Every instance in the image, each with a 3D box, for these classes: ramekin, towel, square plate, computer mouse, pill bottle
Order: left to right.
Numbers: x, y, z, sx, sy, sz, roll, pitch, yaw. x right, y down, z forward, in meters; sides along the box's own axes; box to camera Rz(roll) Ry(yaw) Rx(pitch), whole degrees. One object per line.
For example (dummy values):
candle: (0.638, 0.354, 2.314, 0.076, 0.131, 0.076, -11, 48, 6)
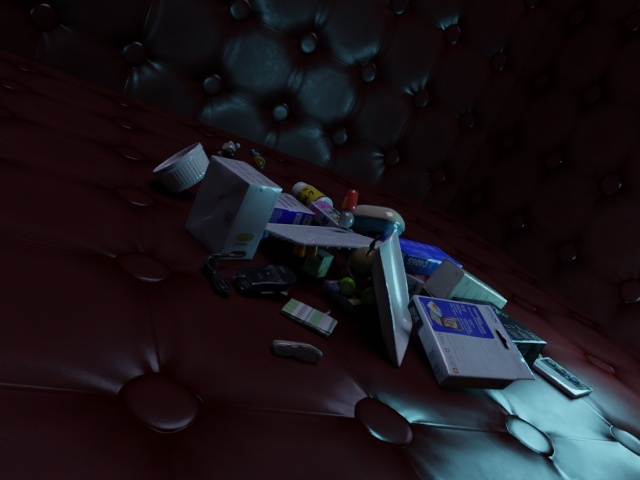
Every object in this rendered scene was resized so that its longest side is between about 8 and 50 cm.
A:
ramekin: (-0.508, -0.265, 1.921, 0.109, 0.207, 0.207, 59, 5, -21)
computer mouse: (-0.211, 0.099, 1.482, 0.262, 0.060, 0.184, -5, 36, -38)
towel: (-0.032, 0.217, 1.444, 0.152, 0.023, 0.113, 25, 14, 8)
pill bottle: (-0.048, -0.197, 2.502, 0.119, 0.119, 0.208, 8, 23, -45)
square plate: (0.216, 0.154, 1.550, 0.049, 0.344, 0.347, -8, 8, 17)

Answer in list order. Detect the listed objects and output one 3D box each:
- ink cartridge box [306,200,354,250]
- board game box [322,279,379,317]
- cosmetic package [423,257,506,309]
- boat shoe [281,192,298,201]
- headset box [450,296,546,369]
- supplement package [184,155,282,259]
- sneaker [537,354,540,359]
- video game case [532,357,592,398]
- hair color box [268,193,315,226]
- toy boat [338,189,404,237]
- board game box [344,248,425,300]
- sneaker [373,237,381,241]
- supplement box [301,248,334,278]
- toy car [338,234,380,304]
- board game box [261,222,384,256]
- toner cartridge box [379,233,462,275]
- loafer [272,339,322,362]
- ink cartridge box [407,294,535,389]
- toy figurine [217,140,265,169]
ink cartridge box: (0.088, -0.060, 2.288, 0.311, 0.065, 0.186, 43, 18, 11)
board game box: (0.099, 0.176, 1.677, 0.194, 0.060, 0.194, 4, 24, -46)
cosmetic package: (0.558, 0.206, 1.984, 0.296, 0.153, 0.129, 31, 11, -34)
boat shoe: (-0.128, -0.146, 2.306, 0.219, 0.078, 0.070, 33, 17, 20)
headset box: (0.588, 0.322, 1.806, 0.246, 0.131, 0.283, 11, 22, -39)
supplement package: (-0.278, -0.100, 1.623, 0.204, 0.262, 0.145, 37, 21, 33)
sneaker: (0.772, 0.419, 1.927, 0.118, 0.042, 0.067, 19, 20, -46)
video game case: (0.870, 0.496, 1.871, 0.173, 0.022, 0.190, 8, 23, -44)
hair color box: (-0.207, -0.122, 2.068, 0.339, 0.110, 0.185, 6, 24, -44)
toy boat: (0.173, -0.080, 2.063, 0.267, 0.148, 0.318, 7, -14, 38)
board game box: (0.260, 0.107, 2.059, 0.303, 0.097, 0.224, 26, 16, 3)
sneaker: (0.296, -0.010, 2.522, 0.084, 0.058, 0.152, 31, 12, 0)
supplement box: (-0.008, 0.079, 1.776, 0.056, 0.083, 0.083, 31, 17, 25)
toy car: (0.151, 0.077, 1.609, 0.149, 0.188, 0.155, 22, 17, 6)
board game box: (0.000, 0.000, 1.819, 0.390, 0.050, 0.390, 3, 9, -32)
toner cartridge box: (0.401, 0.070, 2.080, 0.348, 0.075, 0.165, 12, 23, -39)
loafer: (-0.056, 0.260, 1.234, 0.125, 0.045, 0.039, 16, 12, -20)
ink cartridge box: (0.449, 0.310, 1.568, 0.307, 0.072, 0.303, 12, 36, -22)
toy figurine: (-0.361, -0.315, 2.261, 0.213, 0.209, 0.148, 18, 24, -20)
